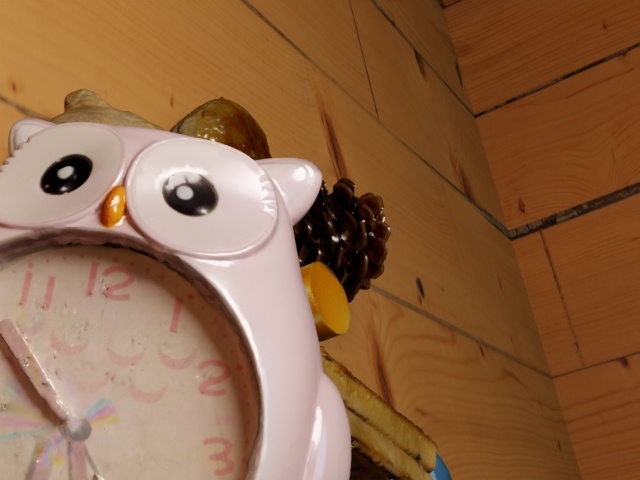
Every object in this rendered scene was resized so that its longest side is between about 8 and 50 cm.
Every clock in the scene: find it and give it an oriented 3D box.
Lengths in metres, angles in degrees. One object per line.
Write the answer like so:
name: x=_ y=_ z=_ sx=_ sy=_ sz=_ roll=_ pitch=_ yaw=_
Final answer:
clock: x=-0.153 y=0.104 z=0.639 sx=0.250 sy=0.369 sz=0.376 roll=87 pitch=12 yaw=-72

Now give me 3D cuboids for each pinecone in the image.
pinecone: x=0.000 y=0.000 z=1.271 sx=0.208 sy=0.208 sz=0.207 roll=47 pitch=31 yaw=-40

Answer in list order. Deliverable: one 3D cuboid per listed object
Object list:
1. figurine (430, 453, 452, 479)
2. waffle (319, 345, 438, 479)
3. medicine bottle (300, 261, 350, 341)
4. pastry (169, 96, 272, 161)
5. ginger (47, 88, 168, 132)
figurine: x=0.146 y=0.465 z=1.042 sx=0.243 sy=0.298 sz=0.416 roll=49 pitch=36 yaw=-16
waffle: x=-0.017 y=0.241 z=0.988 sx=0.308 sy=0.213 sz=0.091 roll=47 pitch=36 yaw=-41
medicine bottle: x=-0.069 y=0.099 z=1.025 sx=0.096 sy=0.192 sz=0.096 roll=48 pitch=30 yaw=-39
pastry: x=-0.133 y=-0.109 z=1.194 sx=0.182 sy=0.093 sz=0.192 roll=63 pitch=23 yaw=-18
ginger: x=-0.244 y=-0.055 z=0.871 sx=0.189 sy=0.126 sz=0.354 roll=67 pitch=21 yaw=-15
